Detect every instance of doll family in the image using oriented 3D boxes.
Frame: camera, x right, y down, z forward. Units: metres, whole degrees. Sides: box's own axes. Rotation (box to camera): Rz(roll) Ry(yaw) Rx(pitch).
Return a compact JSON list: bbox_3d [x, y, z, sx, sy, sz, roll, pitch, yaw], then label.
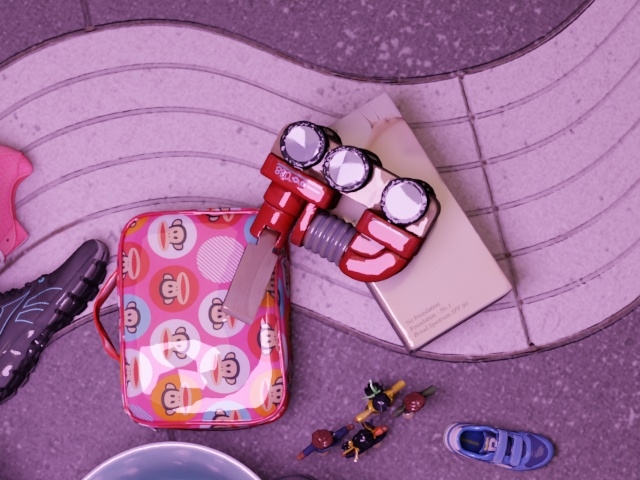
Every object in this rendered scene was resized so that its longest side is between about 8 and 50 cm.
[{"bbox_3d":[0.058,0.235,1.463,0.193,0.111,0.076,-43,81,-4],"label":"doll family"}]

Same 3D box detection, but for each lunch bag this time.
[{"bbox_3d":[-0.169,0.105,1.491,0.258,0.120,0.293,-1,81,3],"label":"lunch bag"}]

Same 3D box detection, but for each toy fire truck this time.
[{"bbox_3d":[0.000,0.000,1.389,0.217,0.158,0.246,30,98,8],"label":"toy fire truck"}]

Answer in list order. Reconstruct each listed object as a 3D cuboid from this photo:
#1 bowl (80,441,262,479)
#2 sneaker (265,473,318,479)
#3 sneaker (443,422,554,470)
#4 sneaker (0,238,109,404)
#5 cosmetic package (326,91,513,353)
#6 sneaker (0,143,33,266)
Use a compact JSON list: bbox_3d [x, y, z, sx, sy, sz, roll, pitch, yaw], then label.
[{"bbox_3d":[-0.176,0.408,1.418,0.312,0.163,0.311,0,81,3],"label":"bowl"},{"bbox_3d":[-0.129,0.377,1.269,0.331,0.146,0.122,-33,79,-5],"label":"sneaker"},{"bbox_3d":[0.233,0.270,1.476,0.144,0.059,0.053,7,78,3],"label":"sneaker"},{"bbox_3d":[-0.392,0.093,1.513,0.106,0.101,0.267,38,84,10],"label":"sneaker"},{"bbox_3d":[0.104,-0.020,1.505,0.160,0.113,0.309,-32,81,-2],"label":"cosmetic package"},{"bbox_3d":[-0.467,0.012,1.525,0.136,0.116,0.313,13,87,-15],"label":"sneaker"}]
